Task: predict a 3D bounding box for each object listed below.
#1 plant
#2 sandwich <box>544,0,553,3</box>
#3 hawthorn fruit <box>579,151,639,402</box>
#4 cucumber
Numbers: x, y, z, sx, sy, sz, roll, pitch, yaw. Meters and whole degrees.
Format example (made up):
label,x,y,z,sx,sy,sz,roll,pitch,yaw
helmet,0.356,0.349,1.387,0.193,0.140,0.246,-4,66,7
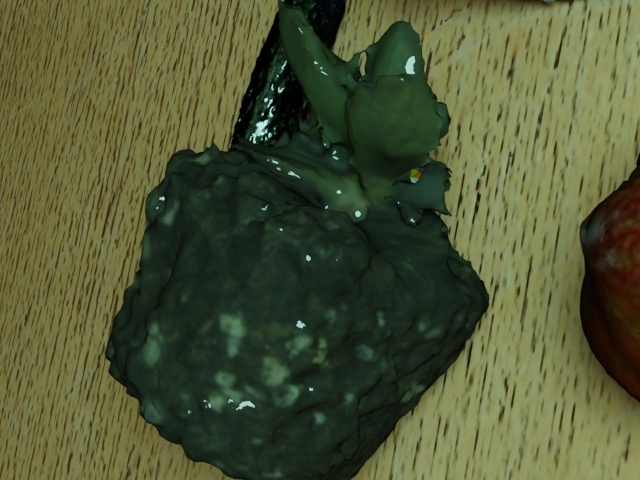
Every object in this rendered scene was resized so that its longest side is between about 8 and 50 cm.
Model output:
label,x,y,z,sx,sy,sz,roll,pitch,yaw
plant,0.000,0.000,0.755,0.215,0.213,0.312,31,95,47
sandwich,0.163,-0.266,0.646,0.262,0.325,0.131,2,75,6
hawthorn fruit,0.244,0.021,0.564,0.202,0.185,0.185,25,93,27
cucumber,-0.035,-0.123,0.924,0.067,0.067,0.245,15,88,44
